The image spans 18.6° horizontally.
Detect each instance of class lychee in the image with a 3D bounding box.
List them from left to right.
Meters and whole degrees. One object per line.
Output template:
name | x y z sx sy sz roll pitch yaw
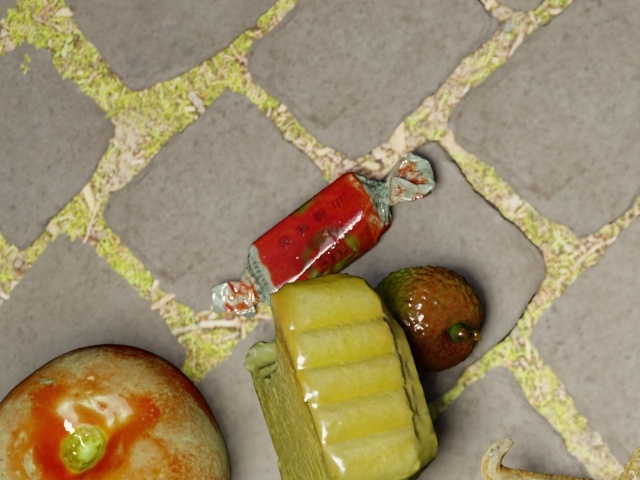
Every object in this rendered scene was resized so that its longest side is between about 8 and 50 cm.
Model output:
lychee | 0.110 0.081 2.018 0.146 0.114 0.114 20 86 46

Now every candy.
candy | -0.001 -0.001 2.120 0.292 0.059 0.086 -37 64 11

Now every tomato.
tomato | -0.224 0.251 2.071 0.270 0.222 0.270 -4 61 8

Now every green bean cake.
green bean cake | 0.018 0.164 1.973 0.124 0.236 0.233 -13 72 -15

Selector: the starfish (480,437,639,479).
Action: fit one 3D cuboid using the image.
starfish | 0.307 0.284 1.885 0.327 0.094 0.375 16 78 17
